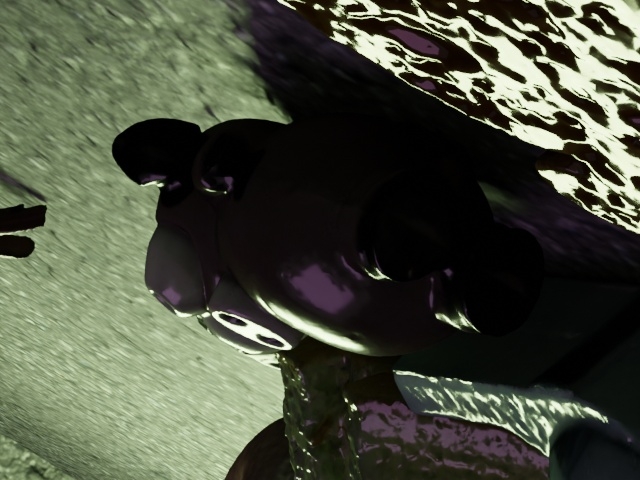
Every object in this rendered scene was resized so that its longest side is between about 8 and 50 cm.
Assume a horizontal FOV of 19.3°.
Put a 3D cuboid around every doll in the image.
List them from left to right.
[{"bbox_3d":[0.002,-0.002,0.947,0.182,0.117,0.257,34,163,-30],"label":"doll"}]

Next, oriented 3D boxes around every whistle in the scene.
[{"bbox_3d":[0.165,0.106,0.913,0.163,0.163,0.290,38,165,-22],"label":"whistle"}]

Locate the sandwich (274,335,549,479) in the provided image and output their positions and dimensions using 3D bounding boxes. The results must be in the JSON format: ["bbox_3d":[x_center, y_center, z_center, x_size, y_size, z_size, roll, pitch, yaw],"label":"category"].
[{"bbox_3d":[0.071,0.128,1.078,0.128,0.122,0.236,-7,-167,-23],"label":"sandwich"}]

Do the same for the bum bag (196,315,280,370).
[{"bbox_3d":[-0.054,0.068,1.410,0.124,0.034,0.058,29,178,10],"label":"bum bag"}]

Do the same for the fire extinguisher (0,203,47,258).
[{"bbox_3d":[-0.304,-0.059,1.390,0.147,0.106,0.337,1,158,11],"label":"fire extinguisher"}]

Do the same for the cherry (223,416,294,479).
[{"bbox_3d":[0.014,0.238,1.489,0.285,0.213,0.236,13,-173,-3],"label":"cherry"}]

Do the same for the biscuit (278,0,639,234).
[{"bbox_3d":[0.111,-0.082,0.605,0.367,0.063,0.314,25,166,20],"label":"biscuit"}]
